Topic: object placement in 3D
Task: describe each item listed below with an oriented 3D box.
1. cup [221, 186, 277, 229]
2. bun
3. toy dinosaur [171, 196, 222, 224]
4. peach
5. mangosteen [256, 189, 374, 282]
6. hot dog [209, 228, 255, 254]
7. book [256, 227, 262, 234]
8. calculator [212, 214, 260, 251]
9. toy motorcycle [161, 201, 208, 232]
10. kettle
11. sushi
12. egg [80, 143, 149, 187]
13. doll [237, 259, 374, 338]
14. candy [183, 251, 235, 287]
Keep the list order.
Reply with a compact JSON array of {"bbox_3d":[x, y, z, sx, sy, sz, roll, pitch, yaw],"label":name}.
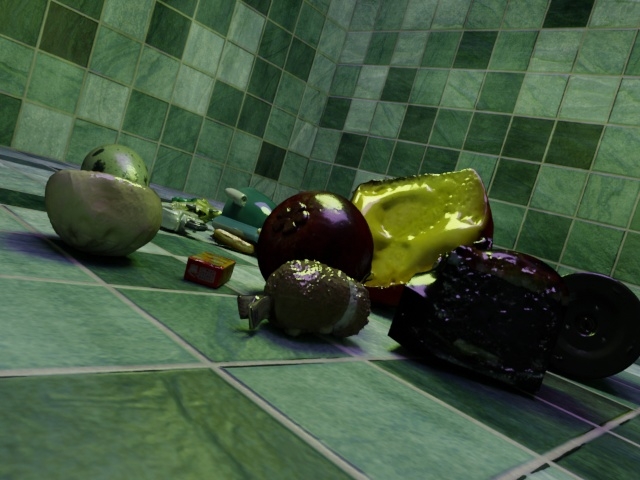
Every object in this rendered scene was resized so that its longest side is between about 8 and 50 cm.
[{"bbox_3d":[-0.185,-0.054,1.553,0.173,0.168,0.300,29,-16,32],"label":"cup"},{"bbox_3d":[-0.361,-0.040,0.843,0.178,0.128,0.193,14,-6,-41],"label":"bun"},{"bbox_3d":[-0.435,-0.095,1.627,0.259,0.094,0.153,5,6,-29],"label":"toy dinosaur"},{"bbox_3d":[0.195,0.012,1.185,0.379,0.307,0.242,-8,-32,9],"label":"peach"},{"bbox_3d":[0.003,0.036,0.936,0.215,0.215,0.258,20,-26,42],"label":"mangosteen"},{"bbox_3d":[-0.231,0.009,1.364,0.133,0.041,0.056,25,4,0],"label":"hot dog"},{"bbox_3d":[-0.027,0.024,1.328,0.241,0.018,0.170,38,33,31],"label":"book"},{"bbox_3d":[-0.209,-0.011,1.429,0.210,0.039,0.121,20,-19,27],"label":"calculator"},{"bbox_3d":[-0.405,-0.065,1.392,0.151,0.074,0.228,9,11,-40],"label":"toy motorcycle"},{"bbox_3d":[0.537,0.189,1.139,0.268,0.208,0.290,-11,-12,18],"label":"kettle"},{"bbox_3d":[0.268,0.105,0.836,0.227,0.213,0.215,20,4,23],"label":"sushi"},{"bbox_3d":[-0.562,-0.169,1.424,0.177,0.177,0.228,13,21,-46],"label":"egg"},{"bbox_3d":[-0.023,0.083,0.731,0.221,0.115,0.105,7,19,-34],"label":"doll"},{"bbox_3d":[-0.192,0.050,0.902,0.062,0.038,0.122,17,4,0],"label":"candy"}]
